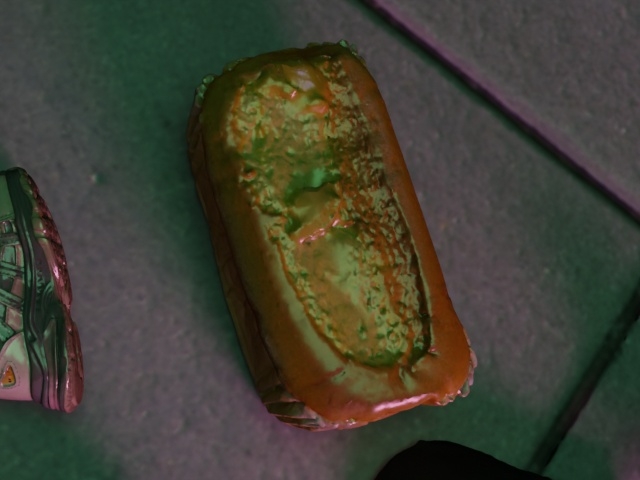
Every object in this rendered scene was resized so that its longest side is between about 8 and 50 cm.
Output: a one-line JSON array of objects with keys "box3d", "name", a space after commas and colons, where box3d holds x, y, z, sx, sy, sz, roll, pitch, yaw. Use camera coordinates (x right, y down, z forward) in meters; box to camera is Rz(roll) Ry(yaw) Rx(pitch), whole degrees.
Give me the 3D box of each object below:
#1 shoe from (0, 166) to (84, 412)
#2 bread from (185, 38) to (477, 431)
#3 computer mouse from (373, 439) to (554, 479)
[{"box3d": [-0.225, 0.041, 0.940, 0.092, 0.089, 0.180, -12, 78, -5], "name": "shoe"}, {"box3d": [0.000, 0.000, 0.989, 0.153, 0.119, 0.288, -14, 81, -21], "name": "bread"}, {"box3d": [0.162, 0.243, 0.994, 0.264, 0.088, 0.147, 19, 75, -13], "name": "computer mouse"}]
